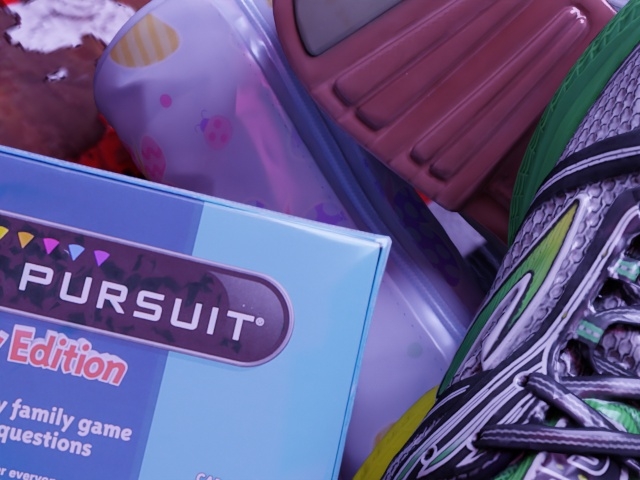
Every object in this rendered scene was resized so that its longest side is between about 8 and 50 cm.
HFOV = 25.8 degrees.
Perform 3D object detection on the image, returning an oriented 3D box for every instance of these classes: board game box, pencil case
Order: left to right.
[{"bbox_3d":[-0.135,0.135,0.506,0.254,0.079,0.336,14,78,-7],"label":"board game box"},{"bbox_3d":[0.000,0.000,0.656,0.113,0.124,0.273,-29,70,-15],"label":"pencil case"}]

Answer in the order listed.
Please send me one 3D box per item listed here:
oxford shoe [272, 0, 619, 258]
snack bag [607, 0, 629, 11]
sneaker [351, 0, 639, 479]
[{"bbox_3d":[0.149,-0.008,0.614,0.140,0.146,0.397,-40,95,13],"label":"oxford shoe"},{"bbox_3d":[0.247,-0.135,0.767,0.342,0.037,0.323,26,29,3],"label":"snack bag"},{"bbox_3d":[0.109,0.050,0.479,0.134,0.146,0.343,27,101,0],"label":"sneaker"}]
